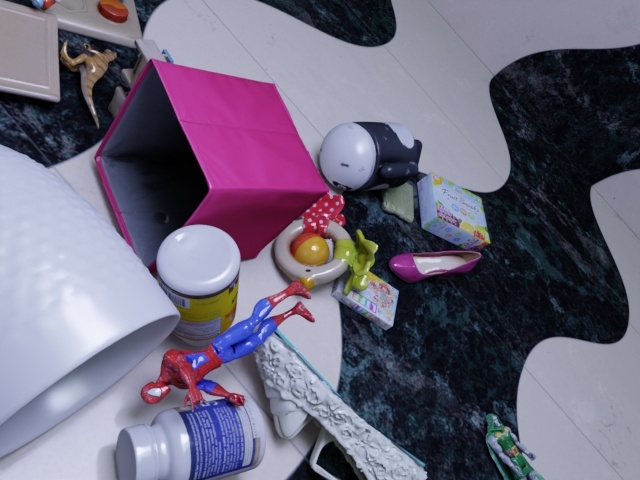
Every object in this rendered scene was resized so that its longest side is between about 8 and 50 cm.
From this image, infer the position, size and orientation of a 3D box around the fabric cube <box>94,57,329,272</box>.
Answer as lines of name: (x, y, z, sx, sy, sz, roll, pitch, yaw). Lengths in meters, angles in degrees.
fabric cube: (-0.194, -0.117, 0.910, 0.258, 0.254, 0.259, -6, 63, -49)

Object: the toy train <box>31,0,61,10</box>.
toy train: (-0.543, -0.513, 1.028, 0.125, 0.046, 0.166, 21, 55, -3)

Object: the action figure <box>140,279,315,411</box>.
action figure: (-0.118, 0.176, 0.755, 0.280, 0.091, 0.139, -27, 43, -20)

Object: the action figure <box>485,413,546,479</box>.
action figure: (0.428, 0.489, 1.130, 0.137, 0.063, 0.232, -13, 66, -40)

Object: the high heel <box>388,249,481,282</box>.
high heel: (0.286, 0.052, 1.286, 0.244, 0.117, 0.082, 12, 54, -33)

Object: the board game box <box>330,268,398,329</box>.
board game box: (0.102, 0.118, 1.157, 0.154, 0.026, 0.103, 33, 45, -15)

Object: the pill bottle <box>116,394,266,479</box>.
pill bottle: (-0.183, 0.291, 0.739, 0.187, 0.112, 0.112, 2, 60, -39)

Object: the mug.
mug: (-0.373, 0.047, 0.682, 0.328, 0.276, 0.374, 50, 12, 6)

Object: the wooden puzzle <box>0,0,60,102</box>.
wooden puzzle: (-0.592, -0.351, 0.926, 0.221, 0.044, 0.238, 4, 58, -37)

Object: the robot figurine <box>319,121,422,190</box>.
robot figurine: (0.130, -0.210, 1.309, 0.278, 0.209, 0.173, -9, 80, -37)

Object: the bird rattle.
bird rattle: (0.000, 0.000, 1.081, 0.207, 0.143, 0.253, -27, 64, -24)

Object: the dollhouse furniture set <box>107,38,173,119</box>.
dollhouse furniture set: (-0.299, -0.270, 1.000, 0.129, 0.184, 0.129, -22, 75, -46)

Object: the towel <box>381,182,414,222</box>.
towel: (0.210, -0.121, 1.417, 0.110, 0.027, 0.148, 24, 46, -25)

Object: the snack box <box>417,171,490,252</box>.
snack box: (0.382, -0.081, 1.495, 0.207, 0.070, 0.174, 24, 48, -25)

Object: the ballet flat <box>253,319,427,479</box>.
ballet flat: (0.009, 0.313, 0.875, 0.409, 0.147, 0.147, 44, 43, -3)

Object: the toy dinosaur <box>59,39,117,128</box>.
toy dinosaur: (-0.452, -0.332, 1.012, 0.112, 0.064, 0.211, 24, 48, -26)

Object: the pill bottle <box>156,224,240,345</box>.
pill bottle: (-0.187, 0.081, 0.803, 0.117, 0.215, 0.117, 6, 53, -8)

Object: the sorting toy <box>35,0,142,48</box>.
sorting toy: (-0.545, -0.540, 1.103, 0.307, 0.041, 0.229, 3, 59, -38)
